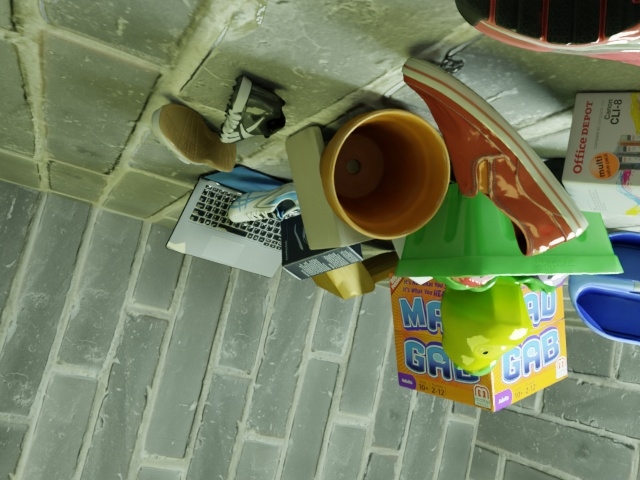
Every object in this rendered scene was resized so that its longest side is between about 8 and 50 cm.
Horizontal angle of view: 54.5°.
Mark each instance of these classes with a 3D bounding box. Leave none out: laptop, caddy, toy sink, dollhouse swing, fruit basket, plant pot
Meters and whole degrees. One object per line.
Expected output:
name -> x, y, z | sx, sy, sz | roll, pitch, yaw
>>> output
laptop -> -0.184, -0.035, 1.818 | 0.382, 0.408, 0.236 | 19, -157, -30
caddy -> 0.726, 0.114, 1.374 | 0.341, 0.241, 0.179 | 10, 175, 17
toy sink -> 0.038, -0.110, 1.240 | 0.131, 0.234, 0.153 | -15, -177, -25
dollhouse swing -> 0.105, 0.026, 2.158 | 0.315, 0.305, 0.347 | 56, 170, -11
fruit basket -> 0.335, 0.084, 1.165 | 0.392, 0.392, 0.283 | 17, 170, -24
plant pot -> 0.086, -0.119, 1.062 | 0.205, 0.205, 0.188 | 16, -174, -19

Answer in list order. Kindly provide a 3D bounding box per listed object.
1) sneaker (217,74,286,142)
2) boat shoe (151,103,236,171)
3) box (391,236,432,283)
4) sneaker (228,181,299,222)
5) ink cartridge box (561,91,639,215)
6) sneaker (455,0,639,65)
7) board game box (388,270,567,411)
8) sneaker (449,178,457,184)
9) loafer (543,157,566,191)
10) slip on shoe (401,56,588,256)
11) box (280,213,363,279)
sneaker -> -0.118, -0.211, 1.096 | 0.106, 0.078, 0.234 | 18, 168, -12
boat shoe -> -0.279, -0.205, 1.297 | 0.096, 0.098, 0.277 | 9, 171, 22
box -> 0.235, -0.010, 1.405 | 0.130, 0.171, 0.091 | -28, 154, 19
sneaker -> -0.145, -0.087, 1.644 | 0.237, 0.086, 0.085 | -16, 147, 23
ink cartridge box -> 0.417, -0.107, 0.800 | 0.176, 0.128, 0.127 | 7, 169, 32
sneaker -> 0.275, -0.190, 0.545 | 0.313, 0.116, 0.136 | 10, 172, 17
board game box -> 0.465, 0.247, 1.840 | 0.356, 0.356, 0.356 | -10, -173, -37
sneaker -> 0.288, -0.099, 1.288 | 0.097, 0.084, 0.234 | -18, 159, 23
loafer -> 0.436, -0.101, 1.039 | 0.170, 0.062, 0.061 | 9, 175, 34
slip on shoe -> 0.216, -0.106, 0.821 | 0.331, 0.101, 0.123 | 46, -166, -13
box -> 0.000, 0.000, 1.732 | 0.207, 0.153, 0.108 | -18, 147, 24
